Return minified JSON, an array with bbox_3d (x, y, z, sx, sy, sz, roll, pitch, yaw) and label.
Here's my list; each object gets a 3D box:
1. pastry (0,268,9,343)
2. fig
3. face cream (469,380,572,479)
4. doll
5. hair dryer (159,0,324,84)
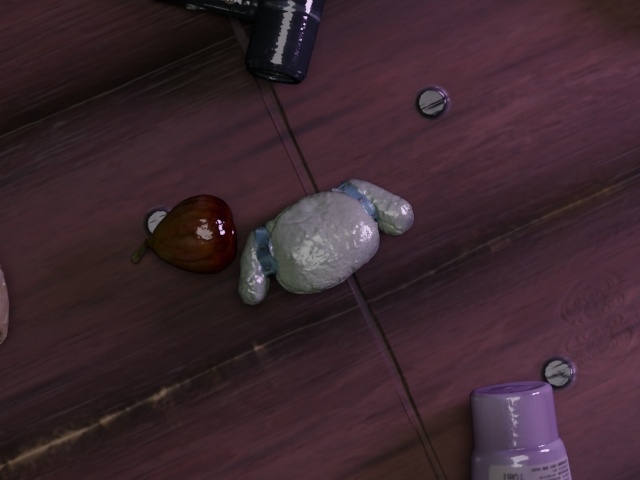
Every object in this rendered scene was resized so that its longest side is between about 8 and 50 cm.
[{"bbox_3d":[-0.414,0.071,1.856,0.166,0.088,0.166,0,83,-2],"label":"pastry"},{"bbox_3d":[-0.154,-0.002,1.879,0.125,0.089,0.089,-10,85,10],"label":"fig"},{"bbox_3d":[0.221,0.293,1.860,0.154,0.096,0.274,-7,93,-18],"label":"face cream"},{"bbox_3d":[0.000,0.000,1.884,0.214,0.071,0.103,-29,87,-8],"label":"doll"},{"bbox_3d":[-0.108,-0.256,1.913,0.219,0.071,0.124,15,84,6],"label":"hair dryer"}]
